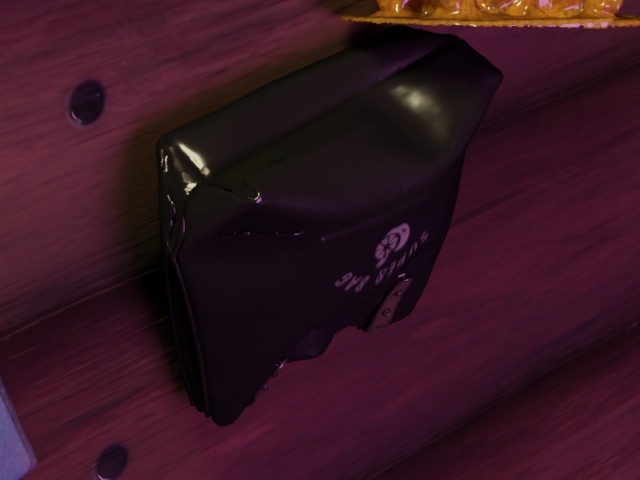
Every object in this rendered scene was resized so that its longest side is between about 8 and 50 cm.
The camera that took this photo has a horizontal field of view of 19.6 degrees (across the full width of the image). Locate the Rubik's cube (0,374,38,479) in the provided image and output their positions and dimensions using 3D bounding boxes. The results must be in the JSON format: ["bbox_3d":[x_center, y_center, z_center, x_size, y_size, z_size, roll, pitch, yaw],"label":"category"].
[{"bbox_3d":[-0.341,0.102,1.185,0.205,0.207,0.205,-42,136,-29],"label":"Rubik's cube"}]

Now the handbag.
[{"bbox_3d":[0.000,0.000,1.569,0.342,0.152,0.288,-28,140,-35],"label":"handbag"}]

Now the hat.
[{"bbox_3d":[0.146,-0.295,1.534,0.233,0.244,0.233,-12,105,-53],"label":"hat"}]
